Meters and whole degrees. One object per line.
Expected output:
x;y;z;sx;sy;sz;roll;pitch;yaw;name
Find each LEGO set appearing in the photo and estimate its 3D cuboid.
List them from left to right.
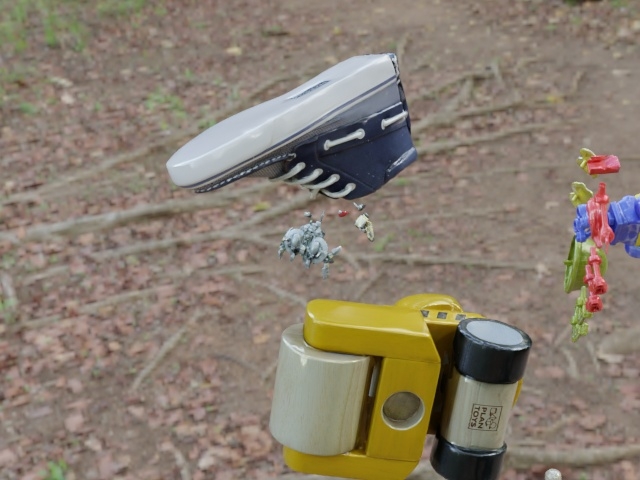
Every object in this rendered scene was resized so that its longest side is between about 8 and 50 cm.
0.000;-0.003;0.807;0.083;0.054;0.023;-40;-18;17;LEGO set

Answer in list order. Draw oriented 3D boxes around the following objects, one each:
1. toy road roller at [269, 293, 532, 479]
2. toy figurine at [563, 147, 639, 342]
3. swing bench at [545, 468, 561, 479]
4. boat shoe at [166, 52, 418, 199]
0.099;0.170;1.353;0.329;0.203;0.240;6;18;-9;toy road roller
0.501;0.009;1.594;0.217;0.363;0.191;-5;59;3;toy figurine
0.373;0.418;1.178;0.253;0.255;0.165;4;41;24;swing bench
-0.016;-0.100;1.280;0.340;0.158;0.127;-30;21;-26;boat shoe
